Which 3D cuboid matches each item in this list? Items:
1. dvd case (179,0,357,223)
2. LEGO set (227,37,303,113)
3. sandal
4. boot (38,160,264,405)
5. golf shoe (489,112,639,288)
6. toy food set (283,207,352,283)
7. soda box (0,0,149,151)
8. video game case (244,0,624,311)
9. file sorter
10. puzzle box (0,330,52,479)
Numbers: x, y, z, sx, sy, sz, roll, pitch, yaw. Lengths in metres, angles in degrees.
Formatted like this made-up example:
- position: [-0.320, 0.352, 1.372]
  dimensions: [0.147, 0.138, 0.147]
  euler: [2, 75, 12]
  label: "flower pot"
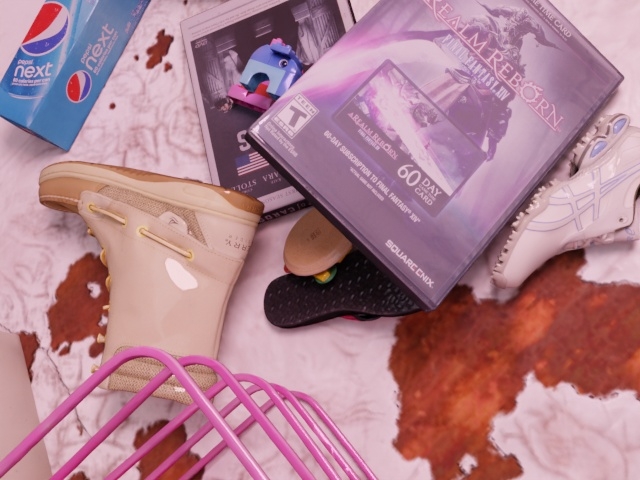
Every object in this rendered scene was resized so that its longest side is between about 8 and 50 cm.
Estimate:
- position: [-0.037, -0.145, 0.749]
  dimensions: [0.179, 0.029, 0.239]
  euler: [-19, 70, 13]
  label: "dvd case"
- position: [0.021, -0.145, 0.666]
  dimensions: [0.227, 0.087, 0.093]
  euler: [23, 84, 20]
  label: "LEGO set"
- position: [0.031, 0.043, 0.676]
  dimensions: [0.179, 0.040, 0.067]
  euler: [-13, 66, 29]
  label: "sandal"
- position: [-0.185, 0.037, 0.715]
  dimensions: [0.261, 0.095, 0.204]
  euler: [11, 87, 28]
  label: "boot"
- position: [0.214, -0.017, 0.616]
  dimensions: [0.086, 0.069, 0.176]
  euler: [41, 92, 16]
  label: "golf shoe"
- position: [0.000, 0.000, 0.681]
  dimensions: [0.083, 0.020, 0.083]
  euler: [-49, 38, -9]
  label: "toy food set"
- position: [-0.265, -0.210, 0.816]
  dimensions: [0.067, 0.071, 0.210]
  euler: [24, 84, 22]
  label: "soda box"
- position: [0.101, -0.108, 0.612]
  dimensions: [0.196, 0.026, 0.274]
  euler: [44, 74, -3]
  label: "video game case"
- position: [-0.067, 0.206, 0.526]
  dimensions: [0.182, 0.291, 0.202]
  euler: [-43, 67, 0]
  label: "file sorter"
- position: [-0.348, 0.171, 0.560]
  dimensions: [0.052, 0.409, 0.272]
  euler: [-26, 68, 10]
  label: "puzzle box"
